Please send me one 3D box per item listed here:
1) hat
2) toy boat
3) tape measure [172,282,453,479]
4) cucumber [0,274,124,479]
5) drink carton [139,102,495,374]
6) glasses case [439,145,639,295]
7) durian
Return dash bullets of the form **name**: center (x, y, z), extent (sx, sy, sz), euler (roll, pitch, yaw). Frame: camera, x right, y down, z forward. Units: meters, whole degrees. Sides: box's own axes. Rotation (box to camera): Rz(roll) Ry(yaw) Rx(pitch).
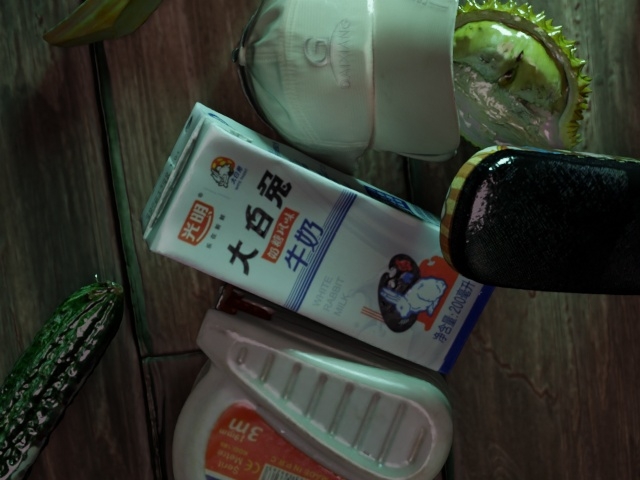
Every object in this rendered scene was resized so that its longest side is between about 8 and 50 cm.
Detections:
- **hat**: center (0.027, -0.156, 1.222), extent (0.164, 0.226, 0.220), euler (-4, 100, -17)
- **toy boat**: center (-0.185, -0.236, 1.267), extent (0.172, 0.065, 0.066), euler (-46, 76, 10)
- **tape measure**: center (-0.016, 0.188, 1.322), extent (0.258, 0.130, 0.265), euler (21, 105, -2)
- **cucumber**: center (-0.271, 0.144, 1.334), extent (0.077, 0.077, 0.265), euler (31, 97, -7)
- **drink carton**: center (0.000, 0.000, 1.264), extent (0.314, 0.106, 0.131), euler (24, 98, -19)
- **glasses case**: center (0.243, -0.016, 1.248), extent (0.321, 0.082, 0.122), euler (3, 109, -35)
- **durian**: center (0.187, -0.139, 1.268), extent (0.146, 0.102, 0.208), euler (-26, 105, 37)
